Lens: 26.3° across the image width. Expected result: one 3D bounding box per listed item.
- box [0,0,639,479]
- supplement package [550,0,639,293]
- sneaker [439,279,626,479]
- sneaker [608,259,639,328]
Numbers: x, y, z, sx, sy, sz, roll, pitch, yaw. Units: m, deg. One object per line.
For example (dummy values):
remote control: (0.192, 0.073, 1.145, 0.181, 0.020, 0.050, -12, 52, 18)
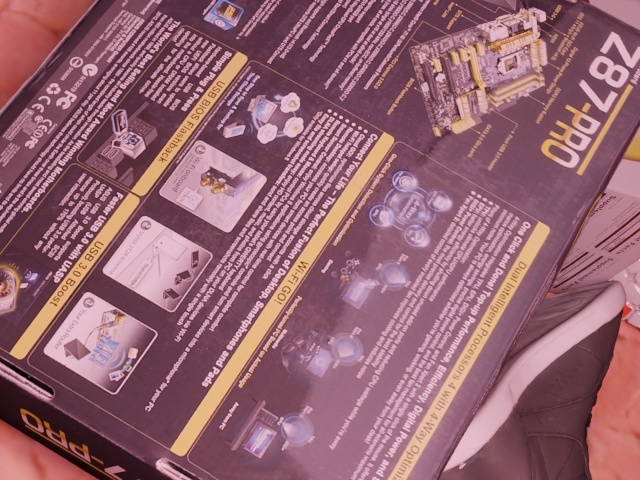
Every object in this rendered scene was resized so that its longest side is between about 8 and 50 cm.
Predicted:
box: (-0.017, -0.030, 0.804, 0.318, 0.097, 0.395, 28, 63, 11)
supplement package: (0.149, -0.088, 1.027, 0.203, 0.149, 0.194, 14, 57, -24)
sneaker: (0.154, 0.137, 0.941, 0.296, 0.104, 0.147, -37, 104, -51)
sneaker: (0.273, 0.046, 1.102, 0.158, 0.061, 0.065, 52, 22, 4)
